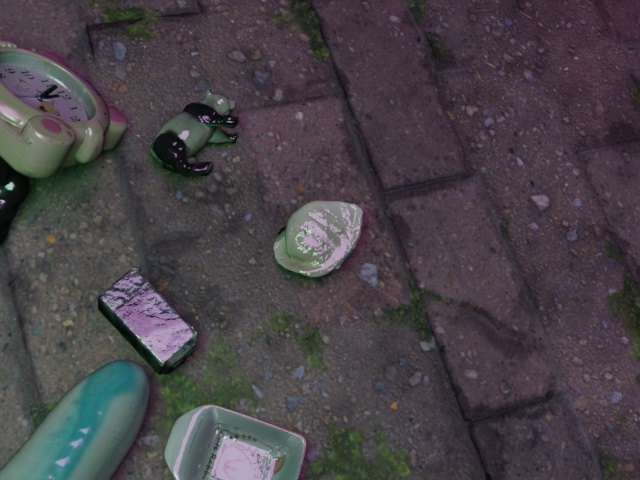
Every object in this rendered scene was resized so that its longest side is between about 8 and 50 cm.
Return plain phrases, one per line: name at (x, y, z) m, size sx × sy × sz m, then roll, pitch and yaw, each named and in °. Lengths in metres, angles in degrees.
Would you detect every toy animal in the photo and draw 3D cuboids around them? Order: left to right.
toy animal at (-0.242, -0.215, 1.653) m, size 0.121 × 0.094 × 0.225 m, roll 34°, pitch 65°, yaw 10°

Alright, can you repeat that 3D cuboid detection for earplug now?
earplug at (-0.389, 0.337, 1.357) m, size 0.185 × 0.185 × 0.324 m, roll 34°, pitch 57°, yaw 0°

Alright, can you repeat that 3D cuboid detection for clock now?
clock at (-0.510, -0.245, 1.495) m, size 0.284 × 0.114 × 0.309 m, roll 41°, pitch 24°, yaw 6°

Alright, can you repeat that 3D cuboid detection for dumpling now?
dumpling at (-0.001, 0.000, 1.625) m, size 0.176 × 0.092 × 0.150 m, roll -11°, pitch 69°, yaw -18°

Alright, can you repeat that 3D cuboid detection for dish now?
dish at (-0.154, 0.383, 1.447) m, size 0.234 × 0.064 × 0.154 m, roll 22°, pitch 65°, yaw -7°

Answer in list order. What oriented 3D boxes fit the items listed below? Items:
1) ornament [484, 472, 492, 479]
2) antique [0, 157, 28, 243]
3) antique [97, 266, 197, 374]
ornament at (0.238, 0.535, 1.477) m, size 0.196 × 0.166 × 0.153 m, roll -15°, pitch 104°, yaw 8°
antique at (-0.674, -0.090, 1.415) m, size 0.322 × 0.185 × 0.255 m, roll 51°, pitch 56°, yaw -25°
antique at (-0.306, 0.150, 1.487) m, size 0.183 × 0.086 × 0.088 m, roll 46°, pitch 66°, yaw 6°
